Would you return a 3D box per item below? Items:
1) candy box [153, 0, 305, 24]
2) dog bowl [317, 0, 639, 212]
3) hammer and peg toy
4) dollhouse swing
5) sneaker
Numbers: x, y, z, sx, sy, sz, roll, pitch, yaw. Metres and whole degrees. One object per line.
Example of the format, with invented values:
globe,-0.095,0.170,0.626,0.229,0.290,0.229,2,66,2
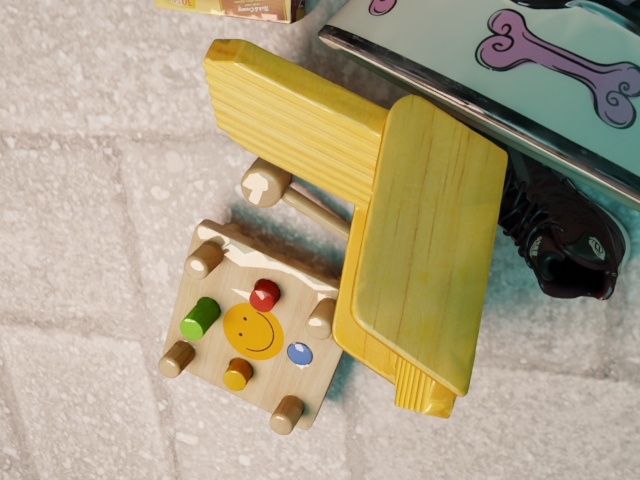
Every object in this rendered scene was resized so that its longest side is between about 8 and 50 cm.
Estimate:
candy box,-0.111,-0.330,0.992,0.186,0.053,0.109,13,118,17
dog bowl,0.210,-0.151,0.729,0.407,0.408,0.150,30,101,6
hammer and peg toy,-0.069,0.084,1.130,0.265,0.127,0.362,26,121,8
dollhouse swing,0.000,0.000,0.884,0.304,0.347,0.315,12,81,-1
sneaker,0.237,-0.034,0.934,0.281,0.162,0.106,36,122,2
